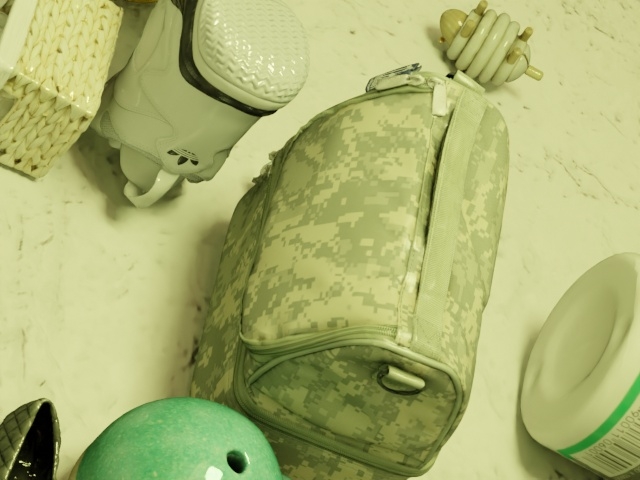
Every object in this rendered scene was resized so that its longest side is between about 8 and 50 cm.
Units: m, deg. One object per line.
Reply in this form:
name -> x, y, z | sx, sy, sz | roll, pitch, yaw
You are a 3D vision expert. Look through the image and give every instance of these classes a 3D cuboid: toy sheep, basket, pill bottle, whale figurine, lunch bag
toy sheep -> 0.189, -0.214, 2.041 | 0.132, 0.091, 0.091 | 35, 40, 1
basket -> -0.249, -0.150, 1.605 | 0.103, 0.113, 0.167 | 31, 40, -20
pill bottle -> 0.390, 0.178, 1.765 | 0.361, 0.204, 0.204 | 29, 41, -17
whale figurine -> -0.063, 0.234, 1.388 | 0.272, 0.141, 0.216 | 46, 39, 3
lunch bag -> 0.044, 0.032, 1.534 | 0.212, 0.256, 0.305 | 26, 53, -18

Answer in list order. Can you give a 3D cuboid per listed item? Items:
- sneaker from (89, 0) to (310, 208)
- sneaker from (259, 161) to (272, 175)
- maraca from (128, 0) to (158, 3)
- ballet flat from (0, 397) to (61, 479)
sneaker -> -0.119, -0.194, 1.674 | 0.137, 0.210, 0.366 | 27, 34, -26
sneaker -> 0.000, 0.000, 1.727 | 0.166, 0.065, 0.076 | 34, 56, -5
maraca -> -0.174, -0.283, 1.801 | 0.127, 0.099, 0.185 | 63, 17, 16
ballet flat -> -0.219, 0.194, 1.367 | 0.057, 0.049, 0.173 | 15, 47, -28
